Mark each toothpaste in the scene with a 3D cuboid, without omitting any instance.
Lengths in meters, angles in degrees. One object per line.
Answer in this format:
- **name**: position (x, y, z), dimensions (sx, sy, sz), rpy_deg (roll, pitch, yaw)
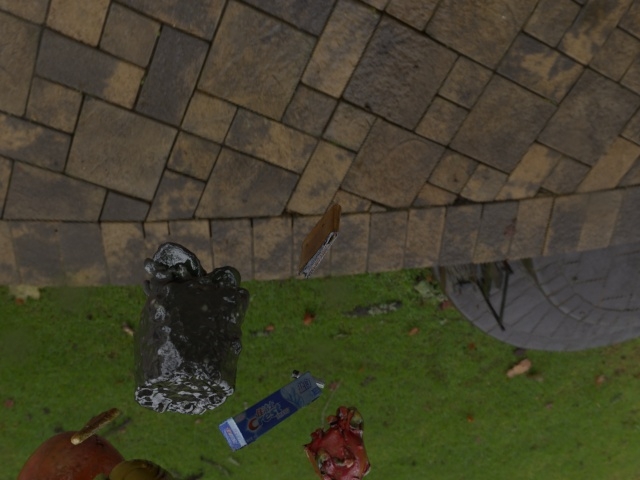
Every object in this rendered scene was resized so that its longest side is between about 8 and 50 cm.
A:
- **toothpaste**: position (-0.098, 0.361, 1.210), dimensions (0.053, 0.066, 0.272), rpy_deg (-38, 167, 33)

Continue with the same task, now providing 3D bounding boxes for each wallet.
- **wallet**: position (0.003, 0.001, 1.641), dimensions (0.042, 0.161, 0.195), rpy_deg (28, 122, -16)

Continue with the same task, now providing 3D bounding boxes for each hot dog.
- **hot dog**: position (-0.529, 0.432, 1.320), dimensions (0.044, 0.137, 0.028), rpy_deg (-18, 99, 29)

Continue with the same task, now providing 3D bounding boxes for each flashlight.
- **flashlight**: position (-0.029, 0.336, 1.368), dimensions (0.083, 0.018, 0.018), rpy_deg (17, 132, 6)

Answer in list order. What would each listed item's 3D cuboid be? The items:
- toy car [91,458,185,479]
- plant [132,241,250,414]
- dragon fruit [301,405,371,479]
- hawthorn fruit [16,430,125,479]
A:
- **toy car**: position (-0.214, 0.395, 0.758), dimensions (0.142, 0.200, 0.247), rpy_deg (-34, 134, -27)
- **plant**: position (-0.239, 0.158, 1.010), dimensions (0.199, 0.276, 0.188), rpy_deg (13, 143, -25)
- **dragon fruit**: position (0.038, 0.431, 1.165), dimensions (0.150, 0.207, 0.133), rpy_deg (16, 136, 10)
- **hawthorn fruit**: position (-0.604, 0.621, 1.325), dimensions (0.276, 0.307, 0.275), rpy_deg (1, 109, 2)
